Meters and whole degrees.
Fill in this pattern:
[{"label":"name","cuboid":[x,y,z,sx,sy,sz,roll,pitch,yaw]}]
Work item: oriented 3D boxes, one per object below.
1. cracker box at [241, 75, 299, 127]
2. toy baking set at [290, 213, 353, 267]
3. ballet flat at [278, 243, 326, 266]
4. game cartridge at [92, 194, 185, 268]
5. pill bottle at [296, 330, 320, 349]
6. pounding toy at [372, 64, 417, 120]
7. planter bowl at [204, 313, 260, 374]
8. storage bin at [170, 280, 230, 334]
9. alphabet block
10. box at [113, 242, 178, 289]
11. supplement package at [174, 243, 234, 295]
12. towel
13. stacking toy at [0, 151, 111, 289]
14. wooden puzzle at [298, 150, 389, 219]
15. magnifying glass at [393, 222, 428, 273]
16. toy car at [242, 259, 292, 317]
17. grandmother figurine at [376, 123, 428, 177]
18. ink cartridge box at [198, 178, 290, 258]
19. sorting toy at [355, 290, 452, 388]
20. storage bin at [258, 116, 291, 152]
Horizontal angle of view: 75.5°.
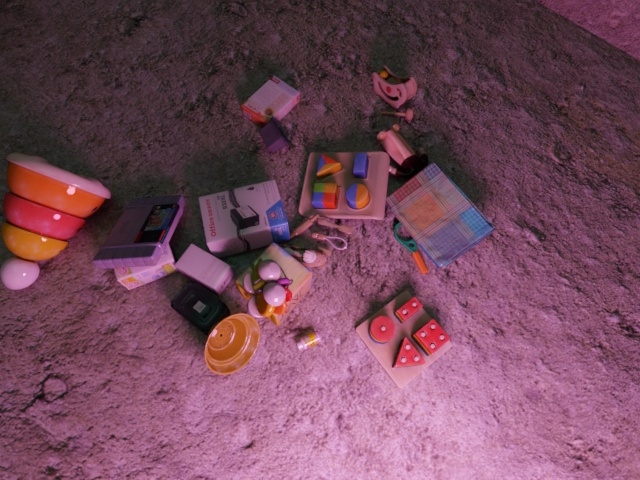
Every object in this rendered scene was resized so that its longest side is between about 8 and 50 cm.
[{"label":"cracker box","cuboid":[-0.224,-0.626,1.884,0.155,0.067,0.232,37,71,12]},{"label":"toy baking set","cuboid":[-0.006,-0.004,1.635,0.256,0.030,0.197,-43,82,-7]},{"label":"ballet flat","cuboid":[-0.080,0.057,1.573,0.206,0.067,0.073,8,82,2]},{"label":"game cartridge","cuboid":[-0.653,-0.044,1.524,0.230,0.068,0.355,-7,42,10]},{"label":"pill bottle","cuboid":[-0.044,0.360,1.474,0.083,0.043,0.043,-24,70,-12]},{"label":"pounding toy","cuboid":[0.329,-0.674,1.882,0.155,0.154,0.269,-38,73,-17]},{"label":"planter bowl","cuboid":[-0.321,0.340,1.420,0.090,0.217,0.217,17,61,44]},{"label":"storage bin","cuboid":[-0.429,0.245,1.485,0.180,0.084,0.122,34,69,12]},{"label":"alphabet block","cuboid":[-0.161,0.158,1.477,0.192,0.193,0.197,36,70,14]},{"label":"box","cuboid":[-0.643,0.086,1.527,0.203,0.114,0.103,-21,69,-13]},{"label":"supplement package","cuboid":[-0.426,0.110,1.532,0.179,0.105,0.105,29,69,9]},{"label":"towel","cuboid":[0.464,-0.102,1.636,0.271,0.040,0.370,-38,76,2]},{"label":"stacking toy","cuboid":[-1.031,-0.050,1.518,0.350,0.350,0.480,21,86,7]},{"label":"wooden puzzle","cuboid":[0.098,-0.243,1.695,0.347,0.080,0.322,4,65,12]},{"label":"magnifying glass","cuboid":[0.367,0.027,1.651,0.092,0.026,0.231,-18,67,-11]},{"label":"toy car","cuboid":[-0.155,0.152,1.311,0.136,0.159,0.182,4,61,-39]},{"label":"grandmother figurine","cuboid":[0.377,-0.341,1.772,0.207,0.104,0.342,-33,69,-6]},{"label":"ink cartridge box","cuboid":[-0.293,-0.085,1.598,0.307,0.129,0.223,-15,62,-7]},{"label":"sorting toy","cuboid":[0.303,0.341,1.473,0.255,0.089,0.257,-34,72,-15]},{"label":"storage bin","cuboid":[-0.202,-0.453,1.804,0.091,0.098,0.135,-31,69,14]}]
